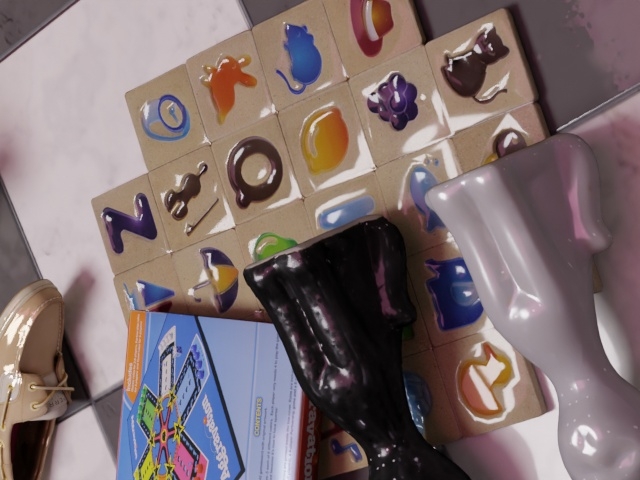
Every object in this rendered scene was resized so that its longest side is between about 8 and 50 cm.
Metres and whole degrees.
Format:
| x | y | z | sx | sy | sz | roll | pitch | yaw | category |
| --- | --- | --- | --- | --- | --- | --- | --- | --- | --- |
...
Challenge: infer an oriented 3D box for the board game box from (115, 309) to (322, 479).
| x | y | z | sx | sy | sz | roll | pitch | yaw | category |
| --- | --- | --- | --- | --- | --- | --- | --- | --- | --- |
| -0.071 | 0.189 | 0.986 | 0.145 | 0.027 | 0.281 | 4 | 88 | 32 | board game box |

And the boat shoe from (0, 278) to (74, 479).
| x | y | z | sx | sy | sz | roll | pitch | yaw | category |
| --- | --- | --- | --- | --- | --- | --- | --- | --- | --- |
| -0.202 | 0.107 | 1.087 | 0.059 | 0.063 | 0.170 | 32 | 121 | 24 | boat shoe |

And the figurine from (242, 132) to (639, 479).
| x | y | z | sx | sy | sz | roll | pitch | yaw | category |
| --- | --- | --- | --- | --- | --- | --- | --- | --- | --- |
| 0.087 | 0.072 | 0.868 | 0.215 | 0.092 | 0.209 | -23 | 90 | 33 | figurine |

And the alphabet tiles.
| x | y | z | sx | sy | sz | roll | pitch | yaw | category |
| --- | --- | --- | --- | --- | --- | --- | --- | --- | --- |
| 0.000 | 0.000 | 0.968 | 0.342 | 0.011 | 0.285 | -22 | 83 | 34 | alphabet tiles |
